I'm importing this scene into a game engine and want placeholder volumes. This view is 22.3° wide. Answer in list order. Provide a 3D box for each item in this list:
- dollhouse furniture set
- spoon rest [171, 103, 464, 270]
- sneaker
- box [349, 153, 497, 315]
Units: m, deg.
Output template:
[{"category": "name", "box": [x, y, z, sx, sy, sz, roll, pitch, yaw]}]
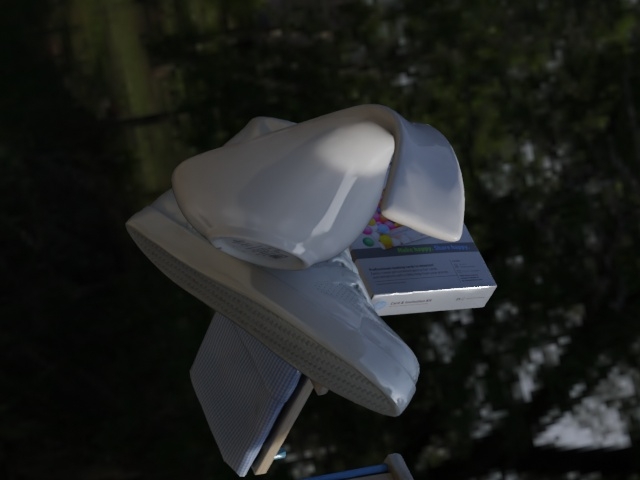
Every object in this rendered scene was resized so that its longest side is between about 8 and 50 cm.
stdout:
[{"category": "dollhouse furniture set", "box": [-0.103, 0.169, 1.341, 0.303, 0.198, 0.286, 63, -39, 33]}, {"category": "spoon rest", "box": [0.001, -0.033, 1.046, 0.276, 0.137, 0.084, -7, -115, 59]}, {"category": "sneaker", "box": [0.000, 0.000, 1.213, 0.292, 0.169, 0.108, 33, -20, 37]}, {"category": "box", "box": [0.074, -0.011, 1.618, 0.186, 0.145, 0.038, 65, -36, 34]}]
